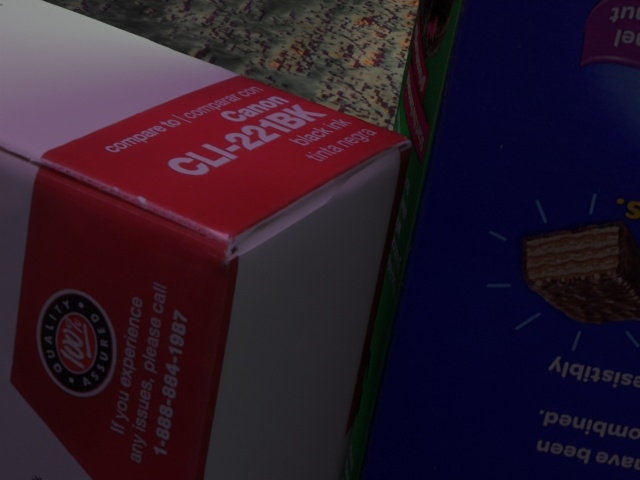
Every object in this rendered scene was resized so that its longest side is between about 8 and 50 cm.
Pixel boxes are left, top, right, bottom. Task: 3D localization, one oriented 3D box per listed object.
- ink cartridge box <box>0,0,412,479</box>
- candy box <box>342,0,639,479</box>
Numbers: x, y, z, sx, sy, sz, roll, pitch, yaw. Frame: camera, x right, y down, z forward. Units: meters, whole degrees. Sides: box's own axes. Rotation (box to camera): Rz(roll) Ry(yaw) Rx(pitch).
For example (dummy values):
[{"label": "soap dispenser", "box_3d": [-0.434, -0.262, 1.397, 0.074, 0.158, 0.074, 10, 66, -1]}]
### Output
[{"label": "ink cartridge box", "box_3d": [-0.129, 0.023, 0.534, 0.272, 0.197, 0.114, 22, 28, 21]}, {"label": "candy box", "box_3d": [0.155, 0.001, 0.542, 0.268, 0.317, 0.122, 10, 25, -2]}]
